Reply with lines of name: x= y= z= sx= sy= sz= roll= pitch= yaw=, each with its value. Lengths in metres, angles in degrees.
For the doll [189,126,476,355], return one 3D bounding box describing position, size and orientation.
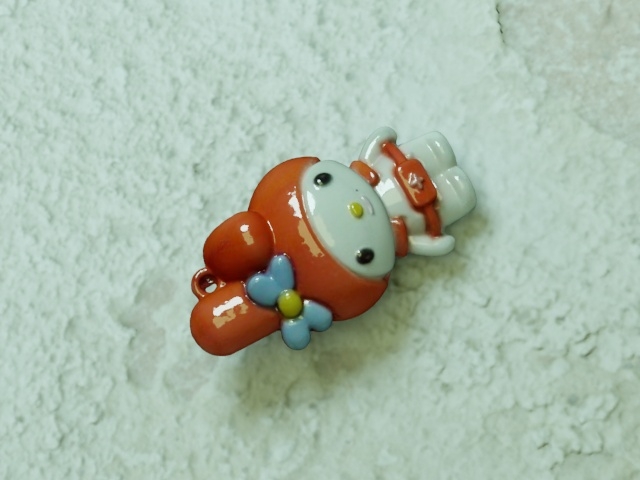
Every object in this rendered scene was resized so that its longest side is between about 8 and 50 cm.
doll: x=0.000 y=0.000 z=1.689 sx=0.290 sy=0.130 sz=0.161 roll=-28 pitch=85 yaw=-10
